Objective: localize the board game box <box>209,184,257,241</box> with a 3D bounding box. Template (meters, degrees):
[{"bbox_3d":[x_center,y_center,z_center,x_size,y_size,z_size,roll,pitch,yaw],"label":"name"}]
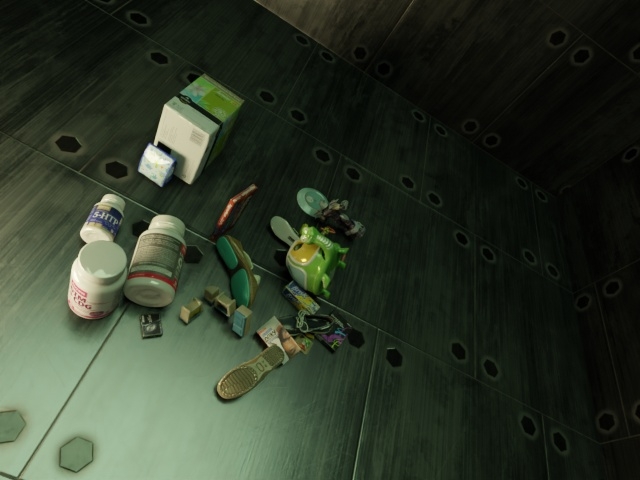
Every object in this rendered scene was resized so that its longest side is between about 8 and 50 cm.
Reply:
[{"bbox_3d":[-0.362,-0.110,1.872,0.027,0.281,0.145,43,46,1],"label":"board game box"}]

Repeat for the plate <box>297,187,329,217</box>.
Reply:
[{"bbox_3d":[-0.031,-0.200,2.332,0.188,0.024,0.188,17,51,-23],"label":"plate"}]

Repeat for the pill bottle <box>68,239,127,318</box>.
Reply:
[{"bbox_3d":[-0.718,0.128,1.466,0.160,0.283,0.160,17,50,-21],"label":"pill bottle"}]

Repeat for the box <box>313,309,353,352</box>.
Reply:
[{"bbox_3d":[0.057,0.388,1.953,0.116,0.029,0.162,43,45,2],"label":"box"}]

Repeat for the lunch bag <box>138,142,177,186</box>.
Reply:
[{"bbox_3d":[-0.682,-0.325,1.915,0.128,0.151,0.096,33,47,-7],"label":"lunch bag"}]

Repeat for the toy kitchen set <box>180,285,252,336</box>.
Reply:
[{"bbox_3d":[-0.391,0.295,1.698,0.207,0.122,0.166,31,43,18],"label":"toy kitchen set"}]

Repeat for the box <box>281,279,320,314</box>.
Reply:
[{"bbox_3d":[-0.086,0.252,1.943,0.169,0.054,0.059,44,46,4],"label":"box"}]

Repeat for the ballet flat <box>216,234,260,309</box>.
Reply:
[{"bbox_3d":[-0.319,0.128,1.864,0.124,0.116,0.342,7,48,-53],"label":"ballet flat"}]

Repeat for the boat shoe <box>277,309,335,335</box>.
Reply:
[{"bbox_3d":[-0.065,0.339,1.855,0.254,0.079,0.095,8,51,-15],"label":"boat shoe"}]

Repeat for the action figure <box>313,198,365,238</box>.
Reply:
[{"bbox_3d":[0.091,-0.116,2.250,0.285,0.185,0.099,39,53,-25],"label":"action figure"}]

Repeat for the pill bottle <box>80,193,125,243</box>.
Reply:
[{"bbox_3d":[-0.799,-0.077,1.686,0.112,0.112,0.187,21,49,-19],"label":"pill bottle"}]

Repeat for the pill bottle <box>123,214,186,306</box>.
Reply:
[{"bbox_3d":[-0.593,0.067,1.666,0.176,0.176,0.319,18,50,-21],"label":"pill bottle"}]

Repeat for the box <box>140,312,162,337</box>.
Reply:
[{"bbox_3d":[-0.597,0.300,1.603,0.067,0.018,0.083,1,58,-33],"label":"box"}]

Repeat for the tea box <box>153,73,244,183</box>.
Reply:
[{"bbox_3d":[-0.543,-0.490,2.001,0.220,0.329,0.324,33,47,-8],"label":"tea box"}]

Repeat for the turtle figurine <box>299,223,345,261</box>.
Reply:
[{"bbox_3d":[0.000,0.000,2.157,0.217,0.087,0.270,29,32,-36],"label":"turtle figurine"}]

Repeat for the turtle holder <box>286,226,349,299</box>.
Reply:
[{"bbox_3d":[-0.030,0.093,1.932,0.227,0.320,0.243,24,84,14],"label":"turtle holder"}]

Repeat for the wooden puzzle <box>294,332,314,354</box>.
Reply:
[{"bbox_3d":[-0.070,0.419,1.858,0.078,0.014,0.116,33,47,-7],"label":"wooden puzzle"}]

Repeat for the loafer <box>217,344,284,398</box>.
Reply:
[{"bbox_3d":[-0.249,0.484,1.647,0.268,0.092,0.102,-28,73,-26],"label":"loafer"}]

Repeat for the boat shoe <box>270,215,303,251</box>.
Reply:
[{"bbox_3d":[-0.145,-0.023,2.100,0.219,0.078,0.070,48,5,-1],"label":"boat shoe"}]

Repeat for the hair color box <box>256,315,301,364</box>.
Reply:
[{"bbox_3d":[-0.161,0.387,1.769,0.093,0.053,0.167,-40,84,-9],"label":"hair color box"}]
